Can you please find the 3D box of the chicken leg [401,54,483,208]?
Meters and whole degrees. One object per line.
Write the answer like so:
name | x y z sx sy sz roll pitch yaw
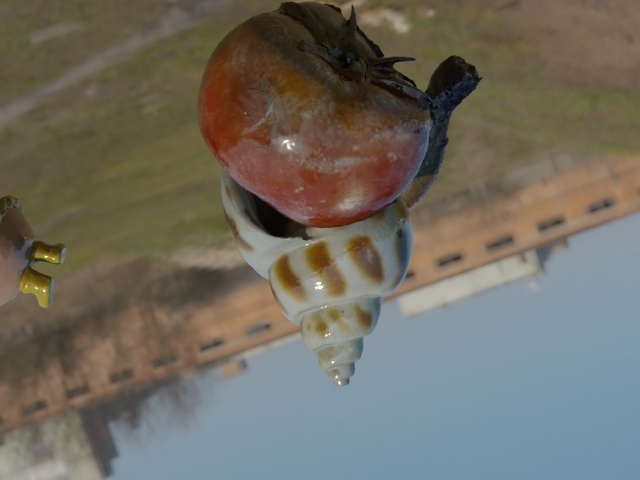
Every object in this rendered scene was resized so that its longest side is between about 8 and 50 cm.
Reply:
chicken leg | 0.040 -0.104 1.813 0.322 0.177 0.083 -5 -167 26

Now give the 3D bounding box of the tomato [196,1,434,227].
tomato | -0.020 -0.116 1.440 0.181 0.214 0.155 -54 160 19

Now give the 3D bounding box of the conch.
conch | 0.000 0.001 1.587 0.182 0.275 0.149 -8 144 -7

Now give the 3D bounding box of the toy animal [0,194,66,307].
toy animal | -0.400 0.009 1.783 0.230 0.156 0.156 13 177 -4
